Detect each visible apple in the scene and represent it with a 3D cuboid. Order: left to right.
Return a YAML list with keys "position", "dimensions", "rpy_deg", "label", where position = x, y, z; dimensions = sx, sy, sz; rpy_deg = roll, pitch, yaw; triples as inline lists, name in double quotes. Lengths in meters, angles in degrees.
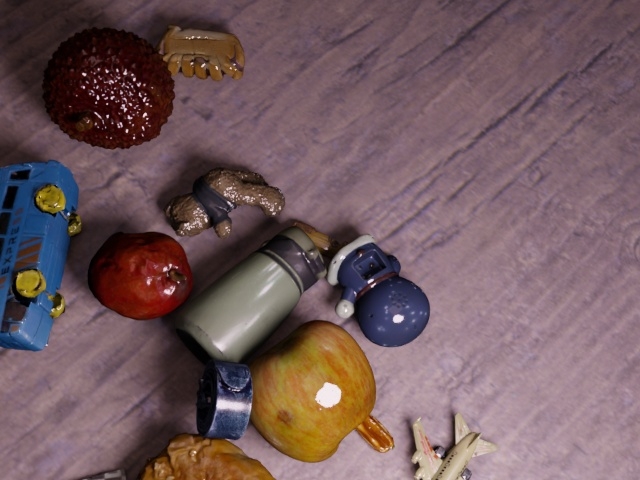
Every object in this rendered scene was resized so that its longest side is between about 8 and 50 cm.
- position: [-0.015, 0.296, 1.461]
  dimensions: [0.265, 0.264, 0.264]
  rpy_deg: [3, 67, -7]
  label: "apple"

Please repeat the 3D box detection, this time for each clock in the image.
- position: [0.123, 0.117, 1.616]
  dimensions: [0.200, 0.146, 0.243]
  rpy_deg: [-28, 67, -23]
  label: "clock"

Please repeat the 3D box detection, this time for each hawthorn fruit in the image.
- position: [-0.343, 0.066, 1.517]
  dimensions: [0.190, 0.252, 0.189]
  rpy_deg: [13, 74, -49]
  label: "hawthorn fruit"

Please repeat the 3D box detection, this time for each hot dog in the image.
- position: [0.103, 0.388, 1.557]
  dimensions: [0.049, 0.037, 0.122]
  rpy_deg: [-40, 73, -9]
  label: "hot dog"

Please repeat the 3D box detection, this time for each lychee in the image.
- position: [-0.459, -0.328, 1.646]
  dimensions: [0.276, 0.275, 0.304]
  rpy_deg: [18, 48, -1]
  label: "lychee"

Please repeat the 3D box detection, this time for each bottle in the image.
- position: [-0.131, 0.112, 1.566]
  dimensions: [0.168, 0.168, 0.347]
  rpy_deg: [42, 65, 9]
  label: "bottle"

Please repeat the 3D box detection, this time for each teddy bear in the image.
- position: [-0.218, -0.097, 1.655]
  dimensions: [0.252, 0.129, 0.182]
  rpy_deg: [-24, 37, -13]
  label: "teddy bear"

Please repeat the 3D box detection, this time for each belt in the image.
- position: [-0.181, 0.291, 1.385]
  dimensions: [0.082, 0.190, 0.141]
  rpy_deg: [9, 80, -17]
  label: "belt"

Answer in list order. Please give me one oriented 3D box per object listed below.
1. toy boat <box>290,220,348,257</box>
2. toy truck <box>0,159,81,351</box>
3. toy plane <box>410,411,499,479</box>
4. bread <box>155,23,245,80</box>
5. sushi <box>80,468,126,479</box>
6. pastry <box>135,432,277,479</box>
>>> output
- position: [0.000, 0.000, 1.692]
  dimensions: [0.149, 0.047, 0.048]
  rpy_deg: [22, 66, 1]
  label: "toy boat"
- position: [-0.599, 0.024, 1.534]
  dimensions: [0.163, 0.161, 0.384]
  rpy_deg: [4, 68, 3]
  label: "toy truck"
- position: [0.252, 0.471, 1.514]
  dimensions: [0.229, 0.092, 0.244]
  rpy_deg: [41, 69, 6]
  label: "toy plane"
- position: [-0.293, -0.445, 1.813]
  dimensions: [0.225, 0.081, 0.134]
  rpy_deg: [6, 62, -4]
  label: "bread"
- position: [-0.415, 0.546, 1.413]
  dimensions: [0.139, 0.031, 0.200]
  rpy_deg: [-12, 67, -13]
  label: "sushi"
- position: [-0.195, 0.504, 1.393]
  dimensions: [0.311, 0.162, 0.255]
  rpy_deg: [34, 81, 19]
  label: "pastry"
